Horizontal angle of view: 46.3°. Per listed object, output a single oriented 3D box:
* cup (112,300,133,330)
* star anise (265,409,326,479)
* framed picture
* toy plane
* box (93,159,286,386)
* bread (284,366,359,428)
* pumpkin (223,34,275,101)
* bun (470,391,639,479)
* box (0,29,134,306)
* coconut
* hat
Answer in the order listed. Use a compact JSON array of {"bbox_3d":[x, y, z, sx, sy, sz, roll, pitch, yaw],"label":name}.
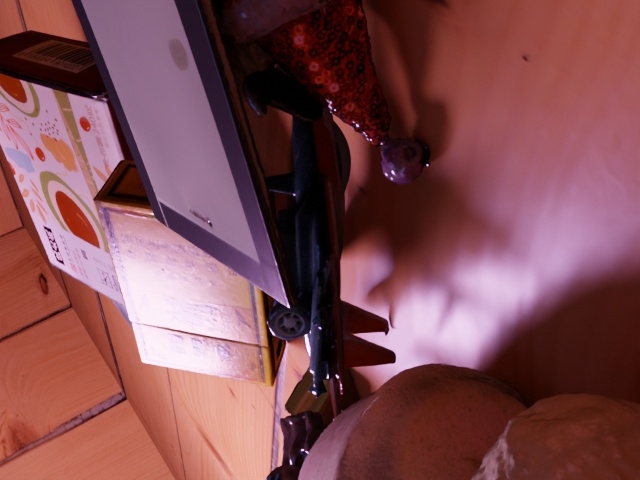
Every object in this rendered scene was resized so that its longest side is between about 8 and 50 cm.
[{"bbox_3d":[-0.358,0.135,1.548,0.129,0.095,0.128,54,152,13],"label":"cup"},{"bbox_3d":[0.050,0.269,0.787,0.220,0.214,0.099,21,127,-2],"label":"star anise"},{"bbox_3d":[-0.132,-0.129,0.602,0.265,0.016,0.347,25,138,50],"label":"framed picture"},{"bbox_3d":[-0.007,0.002,0.677,0.223,0.104,0.326,-95,-8,-60],"label":"toy plane"},{"bbox_3d":[-0.149,0.050,0.940,0.193,0.084,0.301,9,135,11],"label":"box"},{"bbox_3d":[0.035,0.220,0.950,0.139,0.084,0.074,40,167,-30],"label":"bread"},{"bbox_3d":[-0.133,-0.239,0.671,0.222,0.139,0.317,45,149,39],"label":"pumpkin"},{"bbox_3d":[0.167,0.194,0.442,0.134,0.220,0.220,-147,34,-77],"label":"bun"},{"bbox_3d":[-0.325,-0.094,1.119,0.345,0.122,0.385,21,134,36],"label":"box"},{"bbox_3d":[0.090,0.219,0.619,0.224,0.224,0.234,52,152,22],"label":"coconut"},{"bbox_3d":[0.011,-0.138,0.556,0.227,0.129,0.140,55,-168,-24],"label":"hat"}]
